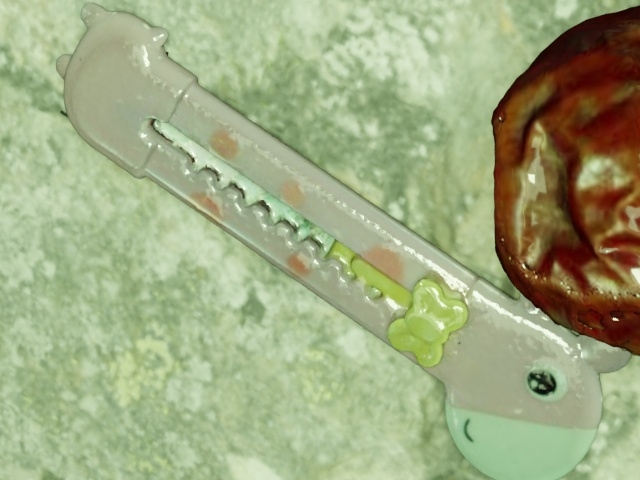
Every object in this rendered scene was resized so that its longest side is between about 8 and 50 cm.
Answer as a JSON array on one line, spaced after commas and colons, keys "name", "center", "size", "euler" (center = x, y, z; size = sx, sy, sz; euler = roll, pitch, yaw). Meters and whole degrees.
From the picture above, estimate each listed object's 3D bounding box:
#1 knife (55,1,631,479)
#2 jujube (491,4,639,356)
[{"name": "knife", "center": [0.000, 0.000, 0.991], "size": [0.399, 0.038, 0.132], "euler": [36, 114, 9]}, {"name": "jujube", "center": [0.202, -0.027, 0.828], "size": [0.243, 0.183, 0.183], "euler": [6, 109, 22]}]
